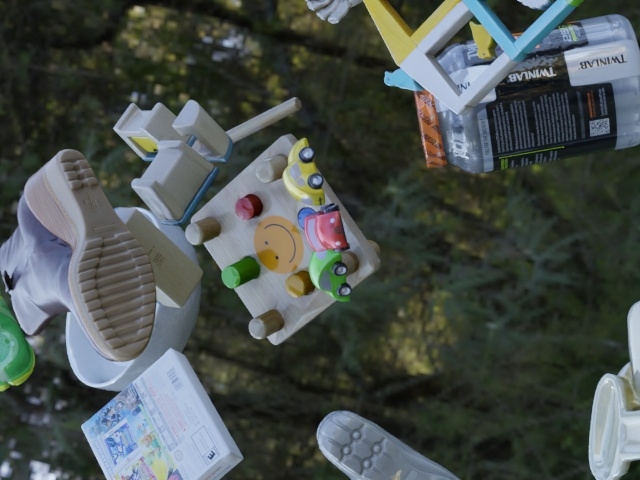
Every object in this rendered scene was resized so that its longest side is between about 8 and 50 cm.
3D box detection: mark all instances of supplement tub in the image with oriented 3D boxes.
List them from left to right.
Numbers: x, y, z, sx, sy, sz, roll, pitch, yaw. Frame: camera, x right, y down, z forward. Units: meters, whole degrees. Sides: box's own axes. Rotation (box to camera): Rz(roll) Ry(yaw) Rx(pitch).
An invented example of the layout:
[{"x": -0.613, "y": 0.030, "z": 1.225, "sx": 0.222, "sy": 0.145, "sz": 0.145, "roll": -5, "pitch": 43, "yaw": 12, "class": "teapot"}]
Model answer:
[{"x": 0.295, "y": -0.204, "z": 1.934, "sx": 0.193, "sy": 0.316, "sz": 0.193, "roll": -10, "pitch": -90, "yaw": -87, "class": "supplement tub"}]

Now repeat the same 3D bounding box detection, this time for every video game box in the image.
[{"x": -0.231, "y": 0.292, "z": 1.953, "sx": 0.187, "sy": 0.205, "sz": 0.048, "roll": -39, "pitch": -35, "yaw": 7, "class": "video game box"}]

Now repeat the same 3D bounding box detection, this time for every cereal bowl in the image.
[{"x": -0.321, "y": 0.118, "z": 2.465, "sx": 0.339, "sy": 0.141, "sz": 0.339, "roll": -28, "pitch": 52, "yaw": 43, "class": "cereal bowl"}]

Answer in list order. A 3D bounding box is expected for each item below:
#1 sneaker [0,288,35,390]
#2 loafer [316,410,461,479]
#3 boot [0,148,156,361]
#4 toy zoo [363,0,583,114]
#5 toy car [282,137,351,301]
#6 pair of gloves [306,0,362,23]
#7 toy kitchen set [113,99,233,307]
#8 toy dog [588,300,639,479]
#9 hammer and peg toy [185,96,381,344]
[{"x": -0.481, "y": 0.092, "z": 1.861, "sx": 0.295, "sy": 0.109, "sz": 0.123, "roll": 56, "pitch": 165, "yaw": 39, "class": "sneaker"}, {"x": 0.131, "y": 0.366, "z": 2.041, "sx": 0.112, "sy": 0.319, "sz": 0.111, "roll": -49, "pitch": 4, "yaw": -4, "class": "loafer"}, {"x": -0.259, "y": 0.051, "z": 1.410, "sx": 0.207, "sy": 0.090, "sz": 0.248, "roll": -50, "pitch": 54, "yaw": 46, "class": "boot"}, {"x": 0.174, "y": -0.281, "z": 1.549, "sx": 0.293, "sy": 0.192, "sz": 0.030, "roll": -44, "pitch": -18, "yaw": 24, "class": "toy zoo"}, {"x": 0.000, "y": 0.000, "z": 1.901, "sx": 0.239, "sy": 0.053, "sz": 0.225, "roll": -112, "pitch": 7, "yaw": -52, "class": "toy car"}, {"x": 0.035, "y": -0.381, "z": 1.815, "sx": 0.204, "sy": 0.240, "sz": 0.042, "roll": -39, "pitch": -54, "yaw": -11, "class": "pair of gloves"}, {"x": -0.193, "y": -0.045, "z": 1.567, "sx": 0.122, "sy": 0.166, "sz": 0.207, "roll": 47, "pitch": -116, "yaw": -34, "class": "toy kitchen set"}, {"x": 0.644, "y": 0.227, "z": 2.033, "sx": 0.284, "sy": 0.408, "sz": 0.395, "roll": 142, "pitch": 133, "yaw": -61, "class": "toy dog"}, {"x": -0.087, "y": -0.045, "z": 2.116, "sx": 0.266, "sy": 0.361, "sz": 0.127, "roll": -38, "pitch": -8, "yaw": 35, "class": "hammer and peg toy"}]
